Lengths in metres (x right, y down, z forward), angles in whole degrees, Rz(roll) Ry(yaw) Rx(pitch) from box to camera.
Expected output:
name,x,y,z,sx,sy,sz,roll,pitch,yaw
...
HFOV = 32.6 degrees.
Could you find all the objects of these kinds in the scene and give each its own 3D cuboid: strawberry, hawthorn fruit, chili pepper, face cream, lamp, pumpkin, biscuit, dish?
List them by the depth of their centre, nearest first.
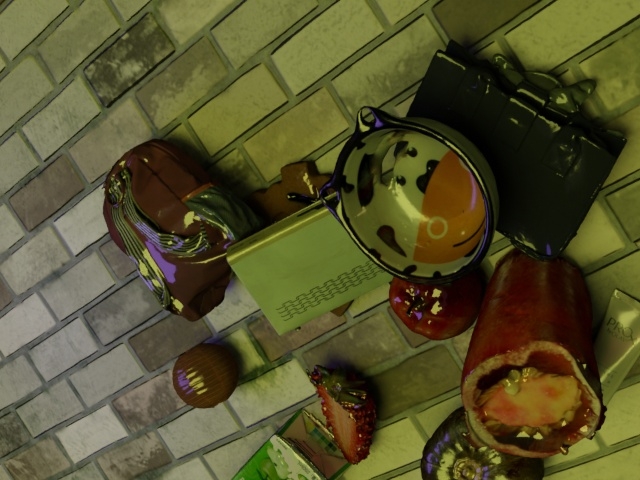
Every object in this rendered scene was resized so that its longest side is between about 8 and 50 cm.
name,x,y,z,sx,sy,sz,roll,pitch,yaw
dish,0.161,-0.078,1.692,0.303,0.120,0.303,18,124,28
chili pepper,0.349,0.173,1.728,0.229,0.305,0.251,-9,118,26
face cream,0.472,0.202,1.790,0.092,0.058,0.243,31,117,22
hawthorn fruit,0.186,0.096,1.831,0.157,0.194,0.156,5,102,26
pumpkin,0.294,0.391,1.924,0.219,0.162,0.218,-5,82,32
biscuit,-0.001,0.000,1.994,0.278,0.043,0.301,-12,104,35
strawberry,0.052,0.322,2.090,0.167,0.087,0.208,43,155,33
lamp,-0.231,0.272,2.195,0.136,0.136,0.136,12,116,27

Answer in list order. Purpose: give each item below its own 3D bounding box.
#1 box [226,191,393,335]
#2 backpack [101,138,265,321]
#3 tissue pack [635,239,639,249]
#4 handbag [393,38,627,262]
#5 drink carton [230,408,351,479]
name,x,y,z,sx,sy,sz,roll,pitch,yaw
box,-0.002,0.038,1.923,0.270,0.045,0.210,-28,115,13
backpack,-0.281,-0.036,2.054,0.317,0.197,0.283,43,129,11
tissue pack,0.558,0.031,1.630,0.108,0.060,0.148,-45,63,38
handbag,0.297,-0.157,1.703,0.326,0.118,0.269,34,131,14
drink carton,-0.075,0.479,2.205,0.161,0.108,0.271,44,126,8
